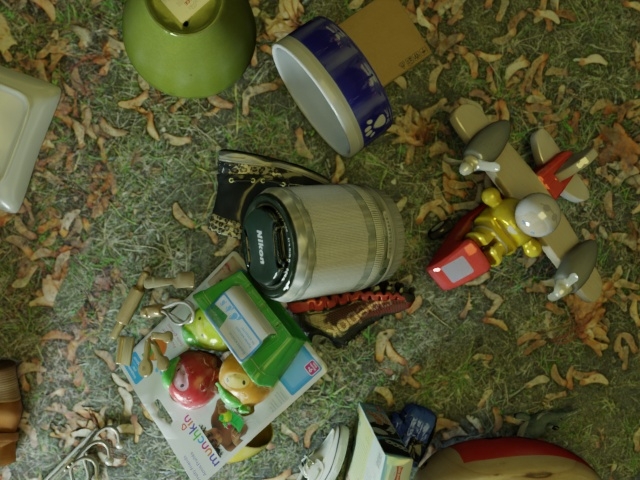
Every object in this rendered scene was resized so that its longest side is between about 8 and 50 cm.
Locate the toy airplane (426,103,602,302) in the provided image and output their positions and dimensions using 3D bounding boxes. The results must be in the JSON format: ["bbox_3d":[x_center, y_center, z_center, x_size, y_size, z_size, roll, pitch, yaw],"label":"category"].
[{"bbox_3d":[0.428,-0.068,1.477,0.386,0.272,0.384,7,93,-8],"label":"toy airplane"}]

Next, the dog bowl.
[{"bbox_3d":[0.022,-0.298,1.406,0.104,0.265,0.265,-36,98,-6],"label":"dog bowl"}]

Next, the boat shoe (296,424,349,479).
[{"bbox_3d":[-0.010,0.499,1.554,0.075,0.083,0.226,22,92,-10],"label":"boat shoe"}]

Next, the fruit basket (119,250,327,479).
[{"bbox_3d":[-0.210,0.246,1.425,0.353,0.165,0.327,-40,65,1],"label":"fruit basket"}]

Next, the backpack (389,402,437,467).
[{"bbox_3d":[0.196,0.416,1.570,0.101,0.098,0.120,27,91,-5],"label":"backpack"}]

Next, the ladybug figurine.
[{"bbox_3d":[0.399,0.534,1.547,0.449,0.162,0.305,4,131,-9],"label":"ladybug figurine"}]

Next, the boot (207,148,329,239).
[{"bbox_3d":[-0.113,-0.083,1.500,0.236,0.085,0.179,13,97,-9],"label":"boot"}]

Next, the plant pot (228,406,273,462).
[{"bbox_3d":[-0.180,0.412,1.512,0.134,0.134,0.095,31,114,-9],"label":"plant pot"}]

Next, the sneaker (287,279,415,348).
[{"bbox_3d":[0.069,0.158,1.533,0.276,0.097,0.135,-7,95,-5],"label":"sneaker"}]

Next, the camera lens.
[{"bbox_3d":[0.000,0.000,1.408,0.274,0.219,0.219,-6,96,-34],"label":"camera lens"}]

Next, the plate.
[{"bbox_3d":[-0.695,-0.226,1.423,0.278,0.045,0.277,20,92,-8],"label":"plate"}]

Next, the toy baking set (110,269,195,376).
[{"bbox_3d":[-0.333,0.155,1.445,0.030,0.196,0.256,17,101,-54],"label":"toy baking set"}]

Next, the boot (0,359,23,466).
[{"bbox_3d":[-0.740,0.358,1.417,0.283,0.109,0.220,-3,102,-33],"label":"boot"}]

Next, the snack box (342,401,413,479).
[{"bbox_3d":[0.108,0.465,1.447,0.060,0.322,0.187,12,93,-6],"label":"snack box"}]

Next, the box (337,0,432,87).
[{"bbox_3d":[0.114,-0.413,1.532,0.201,0.021,0.164,-35,98,-4],"label":"box"}]

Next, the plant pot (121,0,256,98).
[{"bbox_3d":[-0.251,-0.420,1.343,0.274,0.293,0.275,-1,95,-8],"label":"plant pot"}]

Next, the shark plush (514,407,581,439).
[{"bbox_3d":[0.519,0.425,1.630,0.161,0.067,0.073,-9,95,-7],"label":"shark plush"}]

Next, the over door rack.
[{"bbox_3d":[-0.543,0.508,1.405,0.324,0.239,0.108,-33,93,-5],"label":"over door rack"}]
